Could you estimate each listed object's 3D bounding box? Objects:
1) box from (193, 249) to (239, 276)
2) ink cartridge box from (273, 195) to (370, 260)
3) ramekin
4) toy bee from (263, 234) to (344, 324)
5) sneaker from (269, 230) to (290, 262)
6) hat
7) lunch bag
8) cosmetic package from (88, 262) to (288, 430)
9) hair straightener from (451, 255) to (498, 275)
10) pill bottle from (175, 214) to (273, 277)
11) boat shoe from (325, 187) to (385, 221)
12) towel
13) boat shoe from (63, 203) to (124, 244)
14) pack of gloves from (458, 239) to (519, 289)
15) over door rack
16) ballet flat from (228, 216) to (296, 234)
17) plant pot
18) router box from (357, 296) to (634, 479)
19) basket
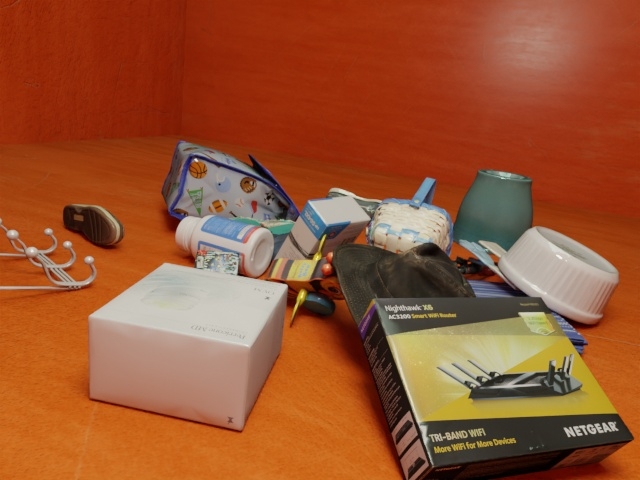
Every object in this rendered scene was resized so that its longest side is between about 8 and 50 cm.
[{"bbox_3d":[-0.225,0.078,1.052,0.094,0.027,0.137,4,41,-9],"label":"box"},{"bbox_3d":[0.000,0.000,1.159,0.148,0.203,0.085,-11,55,-44],"label":"ink cartridge box"},{"bbox_3d":[0.587,0.072,1.202,0.273,0.127,0.272,21,23,-9],"label":"ramekin"},{"bbox_3d":[0.007,0.068,0.990,0.299,0.162,0.195,-10,52,13],"label":"toy bee"},{"bbox_3d":[-0.123,-0.003,1.342,0.164,0.086,0.226,14,19,13],"label":"sneaker"},{"bbox_3d":[0.186,0.083,0.886,0.332,0.134,0.331,30,31,-20],"label":"hat"},{"bbox_3d":[-0.274,-0.157,1.558,0.386,0.238,0.328,18,11,-24],"label":"lunch bag"},{"bbox_3d":[-0.187,0.146,0.752,0.224,0.138,0.224,9,18,6],"label":"cosmetic package"},{"bbox_3d":[0.403,0.076,1.366,0.231,0.047,0.089,-7,22,-44],"label":"hair straightener"},{"bbox_3d":[-0.237,0.006,1.202,0.222,0.124,0.124,15,19,21],"label":"pill bottle"},{"bbox_3d":[0.156,-0.096,1.806,0.320,0.116,0.099,21,64,19],"label":"boat shoe"},{"bbox_3d":[0.419,0.164,1.137,0.244,0.040,0.336,5,15,-1],"label":"towel"},{"bbox_3d":[-0.579,-0.052,1.303,0.258,0.095,0.095,20,15,36],"label":"boat shoe"},{"bbox_3d":[0.479,0.076,1.310,0.195,0.046,0.232,9,28,-36],"label":"pack of gloves"},{"bbox_3d":[-0.648,0.036,0.959,0.240,0.108,0.324,21,22,40],"label":"over door rack"},{"bbox_3d":[-0.172,-0.019,1.422,0.241,0.091,0.077,4,-13,-25],"label":"ballet flat"},{"bbox_3d":[0.611,-0.108,1.712,0.272,0.255,0.271,6,17,-2],"label":"plant pot"},{"bbox_3d":[0.234,0.197,0.698,0.309,0.081,0.242,1,44,-19],"label":"router box"},{"bbox_3d":[0.216,0.002,1.193,0.201,0.254,0.289,17,30,22],"label":"basket"}]
